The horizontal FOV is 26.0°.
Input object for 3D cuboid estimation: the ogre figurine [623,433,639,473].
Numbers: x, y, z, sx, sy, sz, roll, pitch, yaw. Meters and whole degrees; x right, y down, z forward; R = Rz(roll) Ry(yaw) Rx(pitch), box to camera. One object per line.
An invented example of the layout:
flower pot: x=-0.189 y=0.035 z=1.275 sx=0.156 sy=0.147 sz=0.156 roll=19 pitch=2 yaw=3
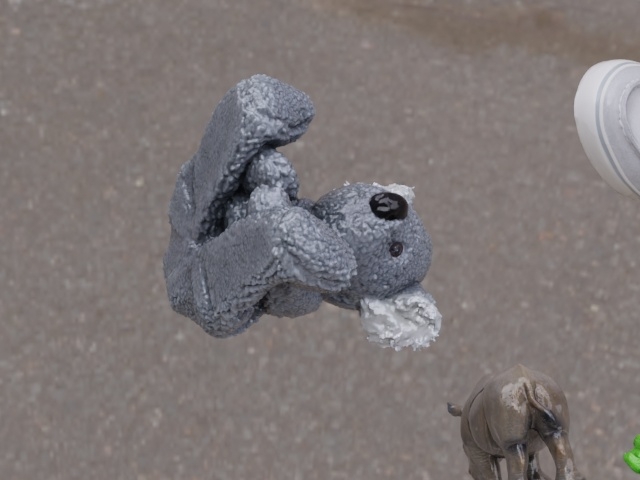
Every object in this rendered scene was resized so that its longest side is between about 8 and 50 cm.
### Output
ogre figurine: x=0.220 y=0.205 z=0.835 sx=0.118 sy=0.097 sz=0.197 roll=-16 pitch=28 yaw=52

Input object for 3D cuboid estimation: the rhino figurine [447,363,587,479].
rhino figurine: x=0.157 y=0.165 z=1.188 sx=0.073 sy=0.243 sz=0.106 roll=-10 pitch=80 yaw=-9

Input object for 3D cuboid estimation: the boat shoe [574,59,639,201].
boat shoe: x=0.202 y=-0.028 z=0.697 sx=0.063 sy=0.184 sz=0.066 roll=4 pitch=56 yaw=57

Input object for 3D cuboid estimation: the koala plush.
koala plush: x=0.000 y=0.000 z=1.171 sx=0.221 sy=0.203 sz=0.196 roll=7 pitch=52 yaw=-32
